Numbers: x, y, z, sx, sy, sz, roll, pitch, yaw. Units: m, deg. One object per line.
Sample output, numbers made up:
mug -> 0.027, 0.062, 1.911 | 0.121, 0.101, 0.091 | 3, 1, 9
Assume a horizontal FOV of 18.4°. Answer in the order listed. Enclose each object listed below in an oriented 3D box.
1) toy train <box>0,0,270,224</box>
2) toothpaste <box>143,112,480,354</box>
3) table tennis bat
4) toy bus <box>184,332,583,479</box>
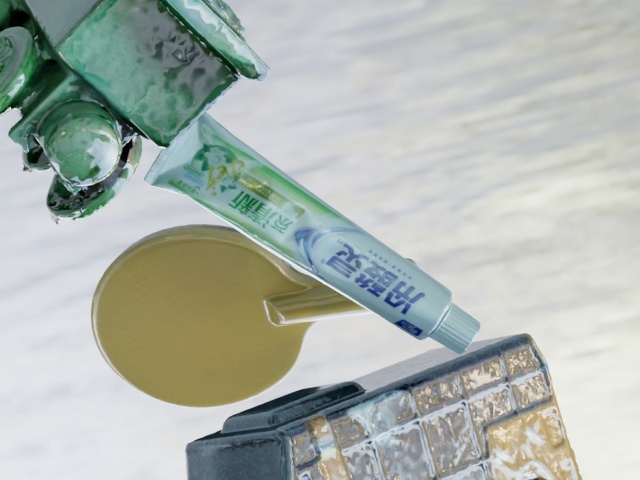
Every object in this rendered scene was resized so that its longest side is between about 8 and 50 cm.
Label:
toy train -> -0.172, -0.135, 1.408 | 0.202, 0.266, 0.145 | -44, 119, 4
toothpaste -> 0.000, 0.000, 1.586 | 0.297, 0.075, 0.048 | 33, 176, -9
table tennis bat -> -0.060, 0.067, 1.869 | 0.321, 0.198, 0.050 | -10, -153, 7
toy bus -> 0.057, 0.205, 1.669 | 0.323, 0.194, 0.162 | -17, -178, -38
